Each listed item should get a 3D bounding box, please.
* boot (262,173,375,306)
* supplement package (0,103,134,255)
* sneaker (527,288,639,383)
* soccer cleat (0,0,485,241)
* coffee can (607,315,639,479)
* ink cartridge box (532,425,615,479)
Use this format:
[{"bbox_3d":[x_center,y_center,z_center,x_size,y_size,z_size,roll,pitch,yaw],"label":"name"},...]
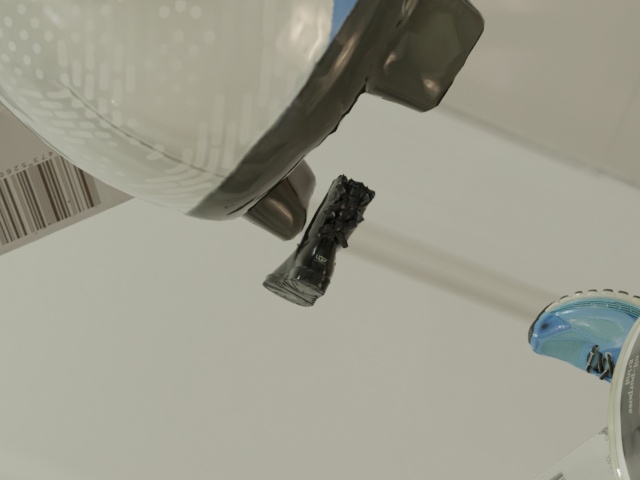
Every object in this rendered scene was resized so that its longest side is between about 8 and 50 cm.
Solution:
[{"bbox_3d":[-0.001,0.000,1.538,0.099,0.045,0.121,-65,11,-15],"label":"boot"},{"bbox_3d":[-0.198,-0.150,0.885,0.175,0.178,0.293,79,164,-51],"label":"supplement package"},{"bbox_3d":[0.218,0.085,1.253,0.063,0.162,0.073,90,-162,-54],"label":"sneaker"},{"bbox_3d":[-0.006,-0.145,0.443,0.116,0.143,0.331,-42,17,40],"label":"soccer cleat"},{"bbox_3d":[0.267,0.055,0.780,0.275,0.202,0.201,127,160,-65],"label":"coffee can"},{"bbox_3d":[0.282,0.250,1.468,0.233,0.168,0.171,-37,35,9],"label":"ink cartridge box"}]
